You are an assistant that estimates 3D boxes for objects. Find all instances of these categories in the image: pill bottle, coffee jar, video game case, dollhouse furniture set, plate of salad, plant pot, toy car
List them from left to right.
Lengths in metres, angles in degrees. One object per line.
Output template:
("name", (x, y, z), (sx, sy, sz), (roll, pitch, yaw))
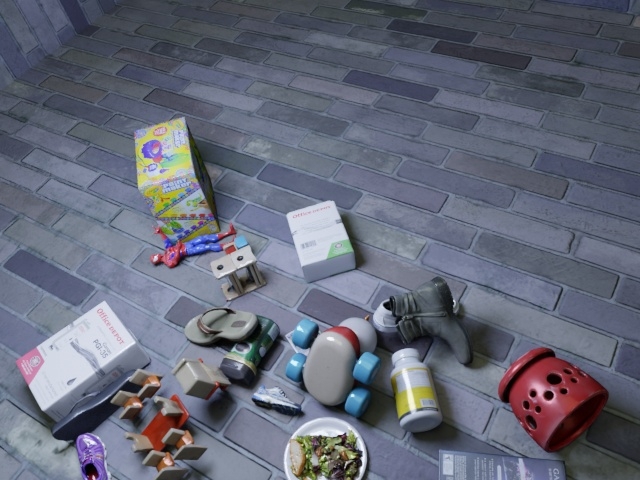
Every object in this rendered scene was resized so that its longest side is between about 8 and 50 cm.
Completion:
("dollhouse furniture set", (-0.360, 0.426, 1.460), (0.259, 0.135, 0.262), (-50, 54, 4))
("dollhouse furniture set", (-0.267, 0.060, 1.750), (0.129, 0.129, 0.183), (-24, 51, -9))
("coffee jar", (-0.191, 0.295, 1.572), (0.096, 0.079, 0.184), (13, 53, 27))
("video game case", (-0.030, 0.283, 1.595), (0.087, 0.011, 0.122), (-30, 52, -13))
("plate of salad", (0.009, 0.510, 1.374), (0.200, 0.048, 0.200), (-6, 49, 7))
("toy car", (0.071, 0.286, 1.493), (0.219, 0.210, 0.238), (25, 31, 24))
("pill bottle", (0.227, 0.362, 1.418), (0.103, 0.103, 0.184), (-11, 49, 2))
("video game case", (0.396, 0.567, 1.266), (0.274, 0.026, 0.196), (2, 51, 11))
("plant pot", (0.517, 0.349, 1.316), (0.191, 0.191, 0.174), (-29, 49, -13))

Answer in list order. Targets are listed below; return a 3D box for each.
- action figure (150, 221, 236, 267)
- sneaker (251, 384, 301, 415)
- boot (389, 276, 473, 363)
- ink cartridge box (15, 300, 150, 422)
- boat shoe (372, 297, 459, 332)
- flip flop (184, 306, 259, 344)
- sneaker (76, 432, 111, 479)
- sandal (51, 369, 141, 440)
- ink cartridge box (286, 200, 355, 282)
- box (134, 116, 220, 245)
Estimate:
("action figure", (-0.414, -0.002, 1.833), (0.280, 0.139, 0.091), (-21, 49, -3))
("sneaker", (-0.107, 0.401, 1.487), (0.135, 0.052, 0.058), (12, 50, 20))
("boot", (0.273, 0.224, 1.468), (0.161, 0.246, 0.083), (-25, 6, -9))
("ink cartridge box", (-0.651, 0.332, 1.608), (0.283, 0.117, 0.207), (-38, 53, -19))
("boat shoe", (0.264, 0.181, 1.532), (0.258, 0.084, 0.095), (-11, 49, -25))
("flip flop", (-0.283, 0.226, 1.601), (0.277, 0.080, 0.112), (-8, 45, 44))
("sneaker", (-0.568, 0.545, 1.445), (0.068, 0.071, 0.170), (-31, 51, -15))
("sandal", (-0.587, 0.432, 1.535), (0.254, 0.097, 0.054), (-35, 53, -31))
("ink cartridge box", (0.000, 0.000, 1.771), (0.160, 0.092, 0.219), (-16, 49, -3))
("box", (-0.467, -0.193, 1.903), (0.177, 0.279, 0.290), (-16, 49, -3))
